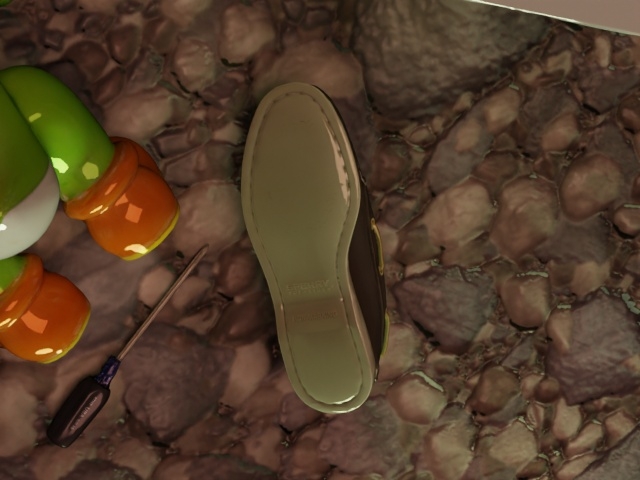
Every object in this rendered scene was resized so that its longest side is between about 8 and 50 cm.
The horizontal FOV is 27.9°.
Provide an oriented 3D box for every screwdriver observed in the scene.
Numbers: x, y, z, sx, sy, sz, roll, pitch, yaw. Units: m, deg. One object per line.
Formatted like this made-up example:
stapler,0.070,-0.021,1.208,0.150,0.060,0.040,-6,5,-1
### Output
screwdriver,-0.131,0.068,0.874,0.025,0.024,0.170,33,86,4

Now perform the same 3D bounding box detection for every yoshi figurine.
yoshi figurine,-0.264,-0.089,0.726,0.203,0.203,0.362,-20,136,30

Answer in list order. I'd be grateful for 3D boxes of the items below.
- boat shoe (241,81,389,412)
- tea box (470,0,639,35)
boat shoe,0.000,0.000,0.874,0.081,0.068,0.227,-2,107,18
tea box,0.163,-0.302,0.643,0.220,0.323,0.329,11,117,-2
